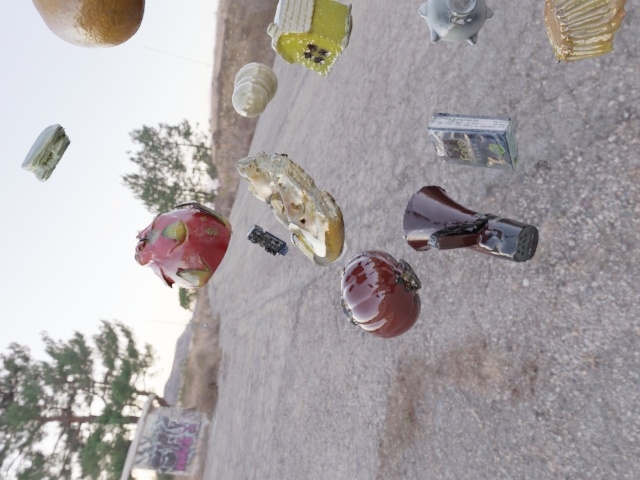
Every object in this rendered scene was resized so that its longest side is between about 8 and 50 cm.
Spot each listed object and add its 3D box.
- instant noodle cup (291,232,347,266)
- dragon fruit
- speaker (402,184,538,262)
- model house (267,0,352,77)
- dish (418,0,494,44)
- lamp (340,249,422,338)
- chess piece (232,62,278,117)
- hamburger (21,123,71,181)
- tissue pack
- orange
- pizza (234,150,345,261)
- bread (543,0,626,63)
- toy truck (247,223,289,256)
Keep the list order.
[{"bbox_3d":[0.000,0.000,1.322,0.122,0.151,0.152,55,136,44],"label":"instant noodle cup"},{"bbox_3d":[-0.461,0.004,1.440,0.305,0.225,0.306,-31,43,34],"label":"dragon fruit"},{"bbox_3d":[0.357,-0.045,1.146,0.329,0.259,0.198,22,88,60],"label":"speaker"},{"bbox_3d":[-0.038,-0.655,1.360,0.174,0.234,0.194,-31,49,56],"label":"model house"},{"bbox_3d":[0.462,-0.762,1.464,0.086,0.236,0.228,-33,-77,-86],"label":"dish"},{"bbox_3d":[0.197,0.174,1.458,0.257,0.303,0.303,-34,30,16],"label":"lamp"},{"bbox_3d":[-0.249,-0.540,1.611,0.300,0.166,0.167,-90,17,-59],"label":"chess piece"},{"bbox_3d":[-0.645,-0.210,1.047,0.133,0.062,0.140,15,73,50],"label":"hamburger"},{"bbox_3d":[0.447,-0.289,1.295,0.235,0.173,0.073,17,70,38],"label":"tissue pack"},{"bbox_3d":[-0.552,-0.586,1.048,0.264,0.264,0.264,-168,90,-78],"label":"orange"},{"bbox_3d":[-0.066,-0.085,0.876,0.071,0.297,0.189,-40,-14,-20],"label":"pizza"},{"bbox_3d":[0.651,-0.585,1.106,0.274,0.149,0.274,54,-154,-41],"label":"bread"},{"bbox_3d":[-0.233,0.000,1.996,0.074,0.201,0.088,-52,24,16],"label":"toy truck"}]
